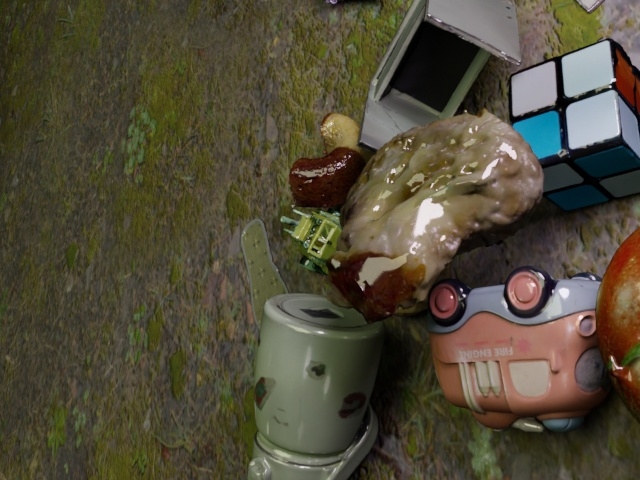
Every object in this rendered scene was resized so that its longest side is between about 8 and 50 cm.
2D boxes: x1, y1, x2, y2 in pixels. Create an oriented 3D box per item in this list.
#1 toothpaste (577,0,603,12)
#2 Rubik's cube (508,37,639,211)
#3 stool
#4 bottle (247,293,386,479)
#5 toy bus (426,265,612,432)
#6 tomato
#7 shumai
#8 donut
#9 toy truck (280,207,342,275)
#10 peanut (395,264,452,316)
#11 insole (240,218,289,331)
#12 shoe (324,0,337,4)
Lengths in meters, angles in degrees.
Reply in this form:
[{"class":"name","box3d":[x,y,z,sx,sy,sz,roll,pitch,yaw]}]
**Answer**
[{"class":"toothpaste","box3d":[0.437,-0.527,1.391,0.282,0.068,0.099,59,144,31]},{"class":"Rubik's cube","box3d":[0.398,-0.167,1.175,0.167,0.183,0.180,-16,63,40]},{"class":"stool","box3d":[0.196,-0.280,1.307,0.270,0.170,0.244,-76,12,-54]},{"class":"bottle","box3d":[-0.011,0.283,1.338,0.229,0.229,0.352,20,107,46]},{"class":"toy bus","box3d":[0.292,0.159,1.132,0.287,0.194,0.232,-10,76,43]},{"class":"tomato","box3d":[0.489,0.105,0.927,0.303,0.239,0.304,-4,84,41]},{"class":"shumai","box3d":[0.120,-0.036,1.120,0.346,0.283,0.217,-12,102,50]},{"class":"donut","box3d":[0.033,-0.164,1.546,0.141,0.085,0.217,10,58,30]},{"class":"toy truck","box3d":[0.003,0.002,1.470,0.128,0.135,0.259,-62,25,2]},{"class":"peanut","box3d":[0.149,0.061,1.361,0.159,0.109,0.141,-34,37,26]},{"class":"insole","box3d":[-0.121,0.085,1.683,0.109,0.007,0.322,-37,51,26]},{"class":"shoe","box3d":[0.052,-0.581,1.757,0.138,0.095,0.245,-51,42,20]}]
